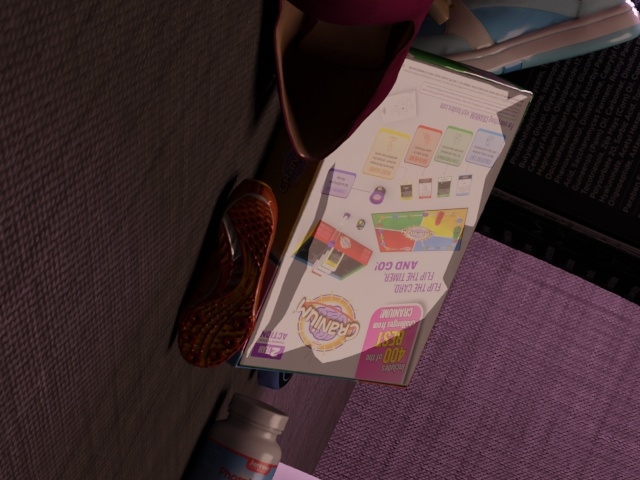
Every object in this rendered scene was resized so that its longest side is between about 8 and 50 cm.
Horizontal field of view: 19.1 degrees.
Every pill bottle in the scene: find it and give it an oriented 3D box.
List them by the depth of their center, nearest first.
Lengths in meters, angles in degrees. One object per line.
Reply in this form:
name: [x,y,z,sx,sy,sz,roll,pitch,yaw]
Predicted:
pill bottle: [-0.096,0.252,2.068,0.087,0.087,0.160,14,99,-83]

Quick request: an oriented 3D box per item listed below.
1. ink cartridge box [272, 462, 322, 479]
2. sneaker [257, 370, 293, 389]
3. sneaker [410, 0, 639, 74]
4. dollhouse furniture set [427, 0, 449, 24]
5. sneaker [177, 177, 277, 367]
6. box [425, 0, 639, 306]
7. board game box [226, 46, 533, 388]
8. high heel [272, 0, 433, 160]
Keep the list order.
ink cartridge box: [-0.116,0.454,2.424,0.226,0.131,0.306,-52,163,-62]
sneaker: [0.002,0.078,2.212,0.081,0.090,0.232,-37,150,-76]
sneaker: [0.165,-0.273,1.975,0.127,0.319,0.208,-177,-107,-71]
dollhouse furniture set: [0.216,-0.400,1.806,0.374,0.152,0.201,-29,-146,26]
sneaker: [-0.073,0.031,1.609,0.067,0.064,0.175,-76,-171,-68]
box: [0.313,-0.130,2.286,0.480,0.471,0.297,52,61,-82]
board game box: [0.044,-0.025,1.765,0.242,0.064,0.316,12,105,-46]
high heel: [0.018,-0.136,1.402,0.377,0.127,0.181,-35,139,-83]
